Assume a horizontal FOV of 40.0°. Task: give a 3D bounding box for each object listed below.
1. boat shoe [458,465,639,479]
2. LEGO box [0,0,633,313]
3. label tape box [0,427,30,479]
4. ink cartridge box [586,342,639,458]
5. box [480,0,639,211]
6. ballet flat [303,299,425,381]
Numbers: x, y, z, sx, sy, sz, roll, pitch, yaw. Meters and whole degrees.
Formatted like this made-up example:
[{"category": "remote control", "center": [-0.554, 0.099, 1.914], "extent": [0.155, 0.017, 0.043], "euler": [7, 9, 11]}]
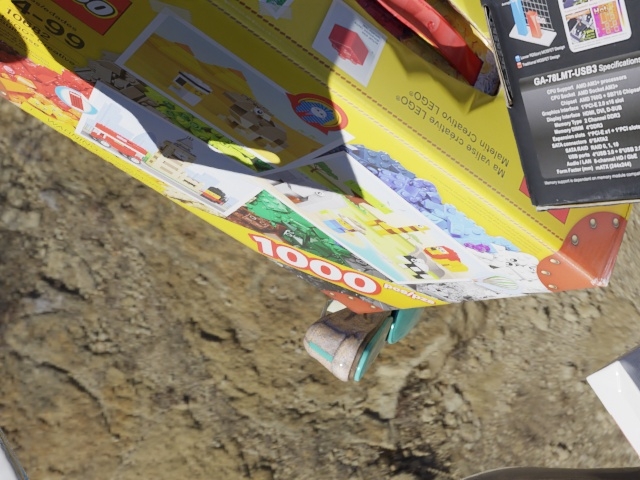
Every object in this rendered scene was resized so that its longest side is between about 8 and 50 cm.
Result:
[{"category": "boat shoe", "center": [0.207, 0.235, 0.694], "extent": [0.335, 0.095, 0.112], "euler": [-9, 83, 7]}, {"category": "LEGO box", "center": [-0.023, -0.141, 0.784], "extent": [0.372, 0.500, 0.193], "euler": [-15, 47, 59]}, {"category": "label tape box", "center": [-0.231, 0.077, 0.443], "extent": [0.105, 0.334, 0.240], "euler": [-28, 47, -23]}, {"category": "ink cartridge box", "center": [0.435, 0.166, 1.069], "extent": [0.115, 0.198, 0.067], "euler": [59, 149, 15]}, {"category": "box", "center": [0.173, -0.167, 0.325], "extent": [0.295, 0.073, 0.293], "euler": [-4, 105, 54]}, {"category": "ballet flat", "center": [0.066, 0.103, 1.253], "extent": [0.106, 0.316, 0.108], "euler": [23, 107, 17]}]
